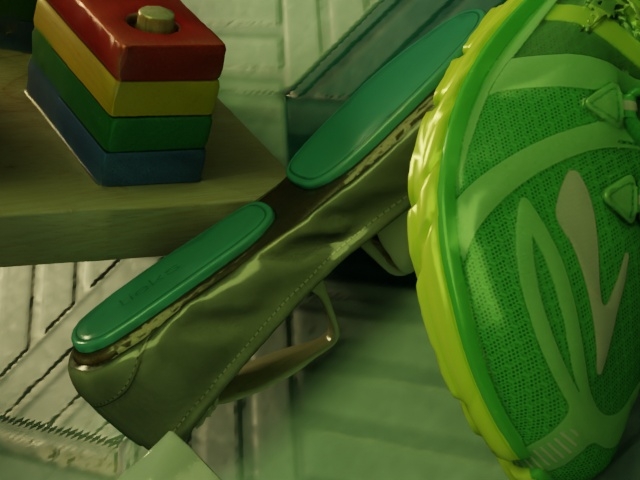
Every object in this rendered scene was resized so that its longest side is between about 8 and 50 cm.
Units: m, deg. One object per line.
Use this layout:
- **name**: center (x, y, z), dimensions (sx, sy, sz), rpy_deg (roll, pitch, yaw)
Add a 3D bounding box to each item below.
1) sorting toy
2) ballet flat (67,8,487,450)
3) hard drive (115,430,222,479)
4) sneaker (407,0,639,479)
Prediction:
- **sorting toy**: center (-0.168, -0.090, 0.763), dimensions (0.255, 0.257, 0.089), rpy_deg (47, 133, 48)
- **ballet flat**: center (0.000, 0.000, 0.701), dimensions (0.213, 0.068, 0.072), rpy_deg (-40, 19, -2)
- **hard drive**: center (-0.084, 0.225, 0.463), dimensions (0.307, 0.040, 0.203), rpy_deg (-41, 81, -16)
- **sneaker**: center (0.121, -0.053, 0.619), dimensions (0.123, 0.109, 0.295), rpy_deg (1, 57, 42)
